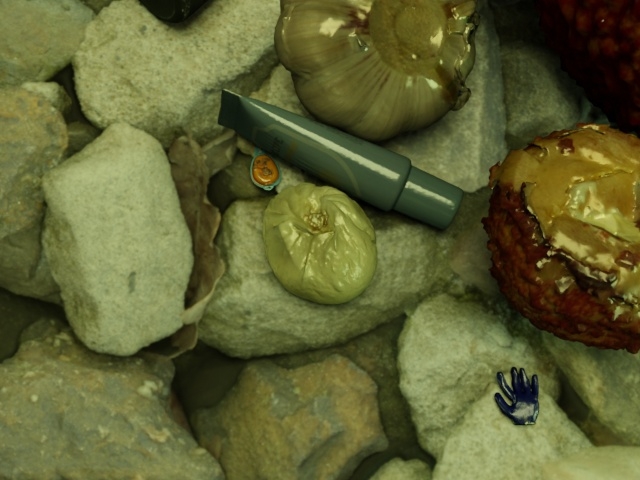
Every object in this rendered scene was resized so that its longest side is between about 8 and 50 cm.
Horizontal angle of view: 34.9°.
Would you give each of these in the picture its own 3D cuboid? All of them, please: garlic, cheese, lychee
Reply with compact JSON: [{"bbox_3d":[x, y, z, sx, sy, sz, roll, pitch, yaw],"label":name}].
[{"bbox_3d":[0.078,-0.302,1.522,0.321,0.241,0.322,8,63,-16],"label":"garlic"},{"bbox_3d":[-0.089,-0.125,1.567,0.047,0.017,0.111,-8,63,-13],"label":"cheese"},{"bbox_3d":[0.512,-0.382,1.466,0.424,0.424,0.500,-16,102,-8],"label":"lychee"}]

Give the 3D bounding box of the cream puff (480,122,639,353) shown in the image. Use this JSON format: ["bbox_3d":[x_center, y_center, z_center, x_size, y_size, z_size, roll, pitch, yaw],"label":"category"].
[{"bbox_3d":[0.387,0.008,1.424,0.350,0.229,0.351,4,55,-5],"label":"cream puff"}]

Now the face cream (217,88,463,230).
[{"bbox_3d":[0.026,-0.122,1.516,0.385,0.135,0.086,24,73,-2],"label":"face cream"}]

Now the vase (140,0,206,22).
[{"bbox_3d":[-0.163,-0.503,1.637,0.173,0.173,0.321,43,67,13],"label":"vase"}]

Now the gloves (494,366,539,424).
[{"bbox_3d":[0.280,0.221,1.448,0.064,0.026,0.086,0,70,0],"label":"gloves"}]

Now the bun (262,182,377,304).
[{"bbox_3d":[0.000,0.000,1.474,0.164,0.111,0.188,-15,74,-5],"label":"bun"}]
